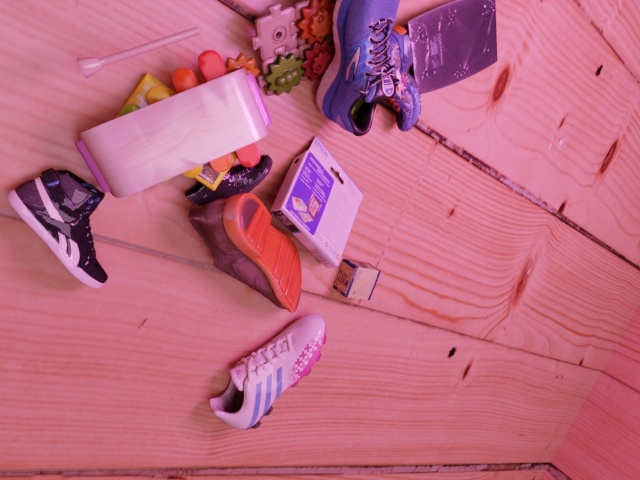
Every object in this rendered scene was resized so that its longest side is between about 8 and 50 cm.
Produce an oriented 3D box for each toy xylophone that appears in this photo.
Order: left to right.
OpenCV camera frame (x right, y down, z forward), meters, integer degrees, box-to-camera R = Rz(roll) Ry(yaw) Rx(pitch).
[{"bbox_3d":[-0.242,-0.204,0.779,0.323,0.081,0.236,-17,111,-12],"label":"toy xylophone"}]

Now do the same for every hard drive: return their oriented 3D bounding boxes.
[{"bbox_3d":[0.293,-0.447,1.079,0.255,0.054,0.171,-27,122,-20],"label":"hard drive"}]

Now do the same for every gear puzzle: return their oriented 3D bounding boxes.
[{"bbox_3d":[-0.041,-0.353,0.878,0.339,0.044,0.175,-30,148,-18],"label":"gear puzzle"}]

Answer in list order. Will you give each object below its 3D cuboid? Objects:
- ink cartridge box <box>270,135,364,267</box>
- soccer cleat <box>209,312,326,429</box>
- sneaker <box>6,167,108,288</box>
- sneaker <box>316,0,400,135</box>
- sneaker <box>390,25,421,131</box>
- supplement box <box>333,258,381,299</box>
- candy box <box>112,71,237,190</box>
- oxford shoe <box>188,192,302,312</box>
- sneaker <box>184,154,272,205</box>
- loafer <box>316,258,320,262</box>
[{"bbox_3d":[0.001,-0.082,1.033,0.206,0.045,0.208,47,52,-35],"label":"ink cartridge box"},{"bbox_3d":[-0.120,0.295,1.102,0.331,0.116,0.143,-52,127,-2],"label":"soccer cleat"},{"bbox_3d":[-0.403,-0.023,0.811,0.121,0.079,0.216,-36,123,-12],"label":"sneaker"},{"bbox_3d":[0.097,-0.334,0.872,0.130,0.147,0.329,-25,150,-28],"label":"sneaker"},{"bbox_3d":[0.157,-0.341,1.036,0.087,0.083,0.221,-21,115,-8],"label":"sneaker"},{"bbox_3d":[0.090,0.097,1.185,0.083,0.056,0.083,11,104,-35],"label":"supplement box"},{"bbox_3d":[-0.246,-0.189,0.845,0.206,0.027,0.105,35,87,-23],"label":"candy box"},{"bbox_3d":[-0.139,0.035,0.997,0.363,0.133,0.129,63,31,-46],"label":"oxford shoe"},{"bbox_3d":[-0.176,-0.123,0.928,0.170,0.051,0.089,-47,130,-3],"label":"sneaker"},{"bbox_3d":[0.000,0.000,1.091,0.056,0.050,0.148,-40,126,-13],"label":"loafer"}]
